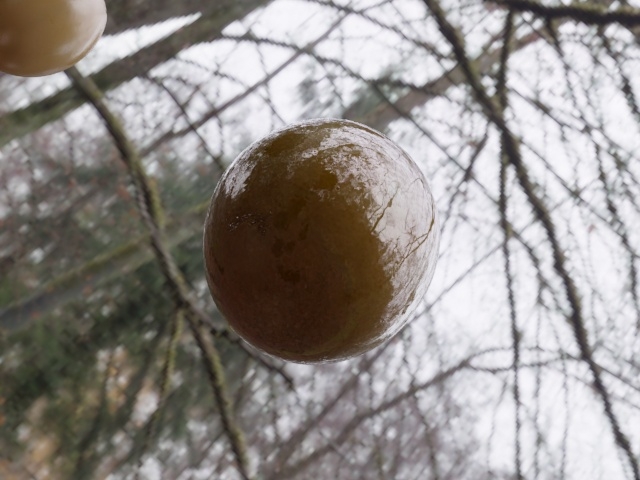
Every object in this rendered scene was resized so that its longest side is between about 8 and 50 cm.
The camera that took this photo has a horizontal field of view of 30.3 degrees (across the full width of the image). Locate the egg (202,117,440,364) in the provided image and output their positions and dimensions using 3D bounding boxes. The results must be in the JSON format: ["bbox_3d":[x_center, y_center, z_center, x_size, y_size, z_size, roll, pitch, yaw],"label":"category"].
[{"bbox_3d":[0.000,0.000,1.414,0.283,0.351,0.282,7,-65,15],"label":"egg"}]

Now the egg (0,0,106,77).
[{"bbox_3d":[-0.199,-0.155,0.831,0.080,0.096,0.080,23,-51,32],"label":"egg"}]
